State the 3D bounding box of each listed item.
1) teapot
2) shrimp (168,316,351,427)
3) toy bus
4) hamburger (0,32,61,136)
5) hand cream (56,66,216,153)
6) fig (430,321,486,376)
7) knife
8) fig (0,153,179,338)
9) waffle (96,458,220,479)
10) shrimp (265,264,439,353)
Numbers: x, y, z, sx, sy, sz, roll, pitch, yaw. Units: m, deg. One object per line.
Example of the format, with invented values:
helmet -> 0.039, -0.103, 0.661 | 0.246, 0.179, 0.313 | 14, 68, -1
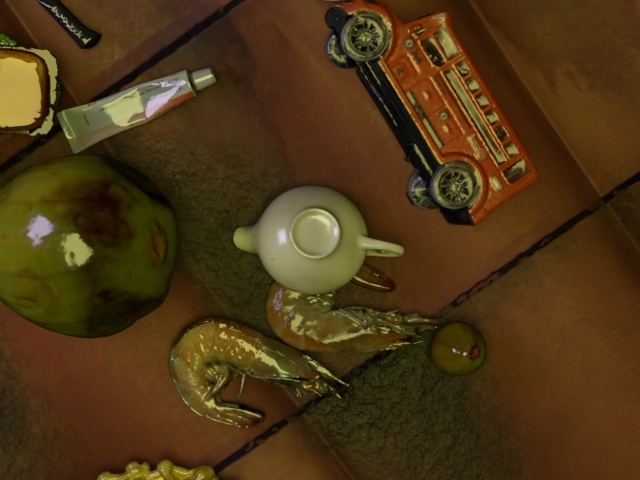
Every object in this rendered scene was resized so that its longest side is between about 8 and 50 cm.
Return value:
teapot -> 0.000, 0.000, 1.851 | 0.226, 0.092, 0.145 | 9, 82, -4
shrimp -> -0.084, 0.190, 1.899 | 0.251, 0.052, 0.144 | 19, 107, 3
toy bus -> 0.137, -0.183, 1.812 | 0.153, 0.143, 0.329 | -33, 96, -8
hamburger -> -0.417, -0.201, 1.814 | 0.165, 0.087, 0.137 | 6, 96, -4
hand cream -> -0.237, -0.177, 1.853 | 0.216, 0.038, 0.052 | -20, 73, 6
fig -> 0.188, 0.147, 1.879 | 0.074, 0.088, 0.074 | -2, 95, -20
knife -> -0.367, -0.345, 1.831 | 0.230, 0.028, 0.060 | 45, 92, -2
fig -> -0.319, 0.005, 1.782 | 0.271, 0.239, 0.239 | 5, 98, 29
waffle -> -0.216, 0.431, 1.915 | 0.309, 0.065, 0.283 | 14, 94, 0
shrimp -> 0.044, 0.088, 1.894 | 0.236, 0.053, 0.133 | 4, 76, 1
